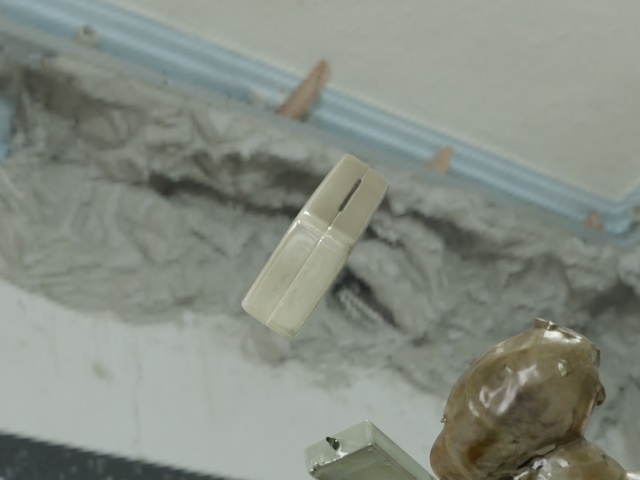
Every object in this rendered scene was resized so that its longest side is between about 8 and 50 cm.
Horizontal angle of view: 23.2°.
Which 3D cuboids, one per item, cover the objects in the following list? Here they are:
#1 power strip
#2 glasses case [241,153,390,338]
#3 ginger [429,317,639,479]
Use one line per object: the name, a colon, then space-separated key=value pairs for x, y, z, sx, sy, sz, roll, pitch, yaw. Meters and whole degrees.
power strip: x=0.095 y=0.342 z=2.142 sx=0.106 sy=0.043 sz=0.367 roll=-27 pitch=-39 yaw=15
glasses case: x=0.000 y=0.000 z=1.733 sx=0.070 sy=0.313 sz=0.131 roll=33 pitch=-71 yaw=0
ginger: x=0.267 y=0.260 z=1.792 sx=0.244 sy=0.304 sz=0.155 roll=-35 pitch=-4 yaw=13
